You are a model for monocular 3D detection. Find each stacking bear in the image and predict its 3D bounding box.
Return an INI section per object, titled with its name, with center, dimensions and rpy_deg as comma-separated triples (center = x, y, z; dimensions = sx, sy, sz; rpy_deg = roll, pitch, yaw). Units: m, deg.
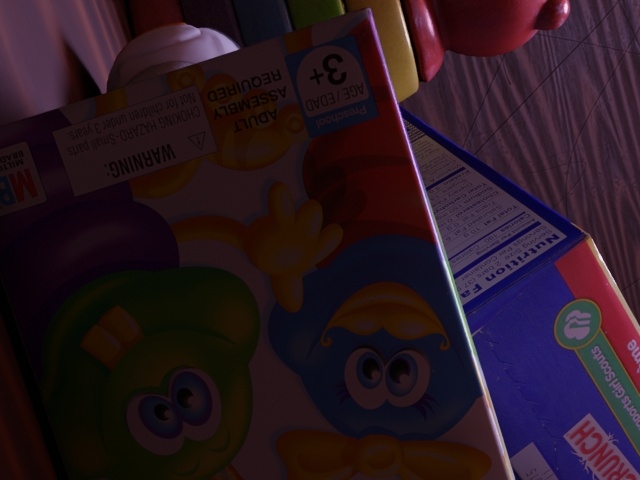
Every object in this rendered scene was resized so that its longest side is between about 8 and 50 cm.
[stacking bear]
center = 0.026, -0.158, 0.768
dimensions = 0.164, 0.288, 0.176
rpy_deg = 63, 11, -69

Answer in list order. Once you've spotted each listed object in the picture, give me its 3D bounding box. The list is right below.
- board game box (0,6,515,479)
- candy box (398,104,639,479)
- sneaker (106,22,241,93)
[board game box]
center = -0.006, 0.072, 0.410
dimensions = 0.144, 0.142, 0.275
rpy_deg = -70, 143, -83
[candy box]
center = 0.118, 0.065, 0.768
dimensions = 0.268, 0.122, 0.317
rpy_deg = 56, -2, -29
[sneaker]
center = -0.044, 0.022, 0.580
dimensions = 0.121, 0.099, 0.262
rpy_deg = -90, 157, -51
